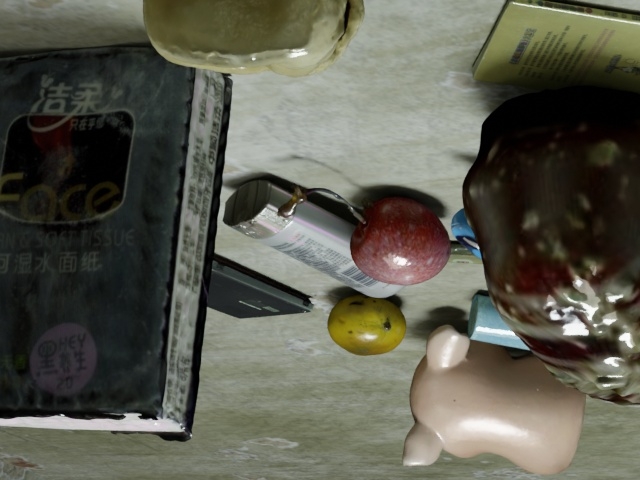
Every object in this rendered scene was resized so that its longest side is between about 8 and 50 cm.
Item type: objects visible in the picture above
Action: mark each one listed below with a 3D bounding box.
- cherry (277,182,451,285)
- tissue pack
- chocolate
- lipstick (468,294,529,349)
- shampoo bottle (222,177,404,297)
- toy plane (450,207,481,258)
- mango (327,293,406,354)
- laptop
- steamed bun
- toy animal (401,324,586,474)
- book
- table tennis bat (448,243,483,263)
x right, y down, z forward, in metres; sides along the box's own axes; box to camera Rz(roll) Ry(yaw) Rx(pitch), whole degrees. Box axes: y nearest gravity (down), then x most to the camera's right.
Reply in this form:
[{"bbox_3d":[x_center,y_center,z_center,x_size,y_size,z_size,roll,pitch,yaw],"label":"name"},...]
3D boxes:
[{"bbox_3d":[0.047,-0.010,2.041,0.225,0.090,0.107,18,152,-24],"label":"cherry"},{"bbox_3d":[-0.228,0.002,1.760,0.259,0.361,0.122,1,165,22],"label":"tissue pack"},{"bbox_3d":[0.272,0.029,1.730,0.225,0.210,0.340,-18,142,27],"label":"chocolate"},{"bbox_3d":[0.327,0.118,2.369,0.274,0.061,0.068,9,160,-5],"label":"lipstick"},{"bbox_3d":[0.000,0.000,2.117,0.227,0.056,0.086,26,149,-33],"label":"shampoo bottle"},{"bbox_3d":[0.257,-0.005,1.952,0.271,0.105,0.254,16,159,-23],"label":"toy plane"},{"bbox_3d":[0.059,0.115,2.449,0.103,0.076,0.161,4,166,-3],"label":"mango"},{"bbox_3d":[-0.129,0.064,2.444,0.154,0.026,0.207,-9,156,39],"label":"laptop"},{"bbox_3d":[-0.036,-0.194,1.475,0.172,0.141,0.155,1,175,27],"label":"steamed bun"},{"bbox_3d":[0.244,0.211,2.522,0.256,0.195,0.213,10,-173,-4],"label":"toy animal"},{"bbox_3d":[0.242,-0.161,1.629,0.192,0.013,0.168,9,162,-5],"label":"book"},{"bbox_3d":[0.083,0.012,2.217,0.246,0.022,0.138,3,161,21],"label":"table tennis bat"}]
